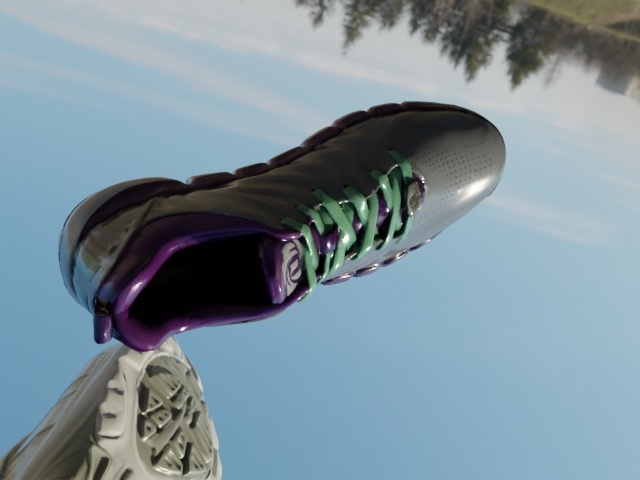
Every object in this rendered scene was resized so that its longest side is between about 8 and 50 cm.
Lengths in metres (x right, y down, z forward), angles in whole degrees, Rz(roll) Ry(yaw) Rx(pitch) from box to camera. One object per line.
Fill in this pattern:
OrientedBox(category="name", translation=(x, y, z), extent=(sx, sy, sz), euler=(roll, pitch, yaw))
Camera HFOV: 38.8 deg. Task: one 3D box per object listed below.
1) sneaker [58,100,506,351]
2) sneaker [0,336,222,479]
OrientedBox(category="sneaker", translation=(0.000, 0.000, 0.410), extent=(0.224, 0.083, 0.098), euler=(-19, -155, -15))
OrientedBox(category="sneaker", translation=(-0.120, 0.112, 0.384), extent=(0.115, 0.090, 0.232), euler=(-19, -167, 18))
